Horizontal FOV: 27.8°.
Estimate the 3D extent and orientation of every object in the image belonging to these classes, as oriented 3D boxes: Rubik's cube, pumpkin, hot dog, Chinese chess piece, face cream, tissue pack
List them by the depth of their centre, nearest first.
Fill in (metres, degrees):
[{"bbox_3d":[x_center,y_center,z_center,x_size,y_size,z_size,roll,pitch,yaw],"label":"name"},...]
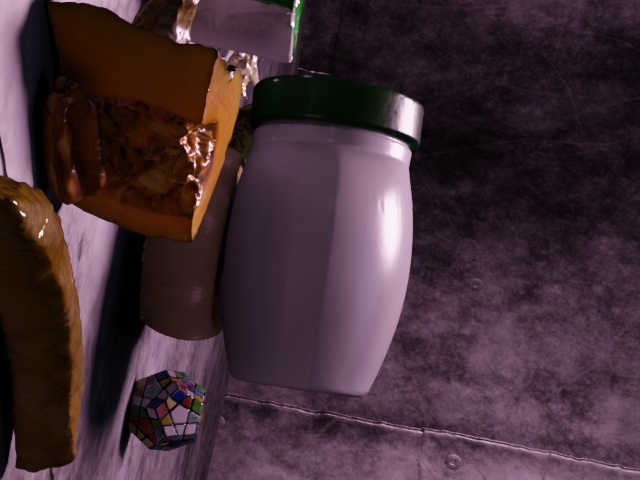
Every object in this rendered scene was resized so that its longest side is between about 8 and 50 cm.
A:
[{"bbox_3d":[-0.182,-0.072,0.944,0.049,0.037,0.122,-31,148,-28],"label":"hot dog"},{"bbox_3d":[-0.131,-0.121,0.997,0.248,0.131,0.126,108,3,-55],"label":"pumpkin"},{"bbox_3d":[-0.082,-0.294,1.337,0.156,0.148,0.209,99,1,-64],"label":"tissue pack"},{"bbox_3d":[0.000,0.000,1.536,0.312,0.219,0.357,65,34,-82],"label":"face cream"},{"bbox_3d":[-0.158,0.001,1.619,0.250,0.103,0.249,9,90,-88],"label":"Chinese chess piece"},{"bbox_3d":[-0.200,0.223,1.694,0.093,0.111,0.111,-2,-103,65],"label":"Rubik's cube"}]

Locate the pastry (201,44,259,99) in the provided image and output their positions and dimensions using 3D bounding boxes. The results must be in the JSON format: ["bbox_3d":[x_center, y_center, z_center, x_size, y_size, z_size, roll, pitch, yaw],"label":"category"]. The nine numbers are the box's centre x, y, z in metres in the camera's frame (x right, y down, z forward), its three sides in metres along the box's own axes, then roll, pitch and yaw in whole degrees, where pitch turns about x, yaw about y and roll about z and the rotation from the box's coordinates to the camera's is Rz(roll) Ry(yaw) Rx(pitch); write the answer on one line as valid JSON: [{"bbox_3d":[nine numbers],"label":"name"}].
[{"bbox_3d":[-0.104,-0.313,1.753,0.258,0.089,0.121,-80,177,-48],"label":"pastry"}]

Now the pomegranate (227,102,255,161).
[{"bbox_3d":[-0.067,-0.096,1.985,0.222,0.204,0.276,-49,159,3],"label":"pomegranate"}]

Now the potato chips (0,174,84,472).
[{"bbox_3d":[-0.196,0.049,0.869,0.407,0.057,0.080,100,-2,-59],"label":"potato chips"}]
